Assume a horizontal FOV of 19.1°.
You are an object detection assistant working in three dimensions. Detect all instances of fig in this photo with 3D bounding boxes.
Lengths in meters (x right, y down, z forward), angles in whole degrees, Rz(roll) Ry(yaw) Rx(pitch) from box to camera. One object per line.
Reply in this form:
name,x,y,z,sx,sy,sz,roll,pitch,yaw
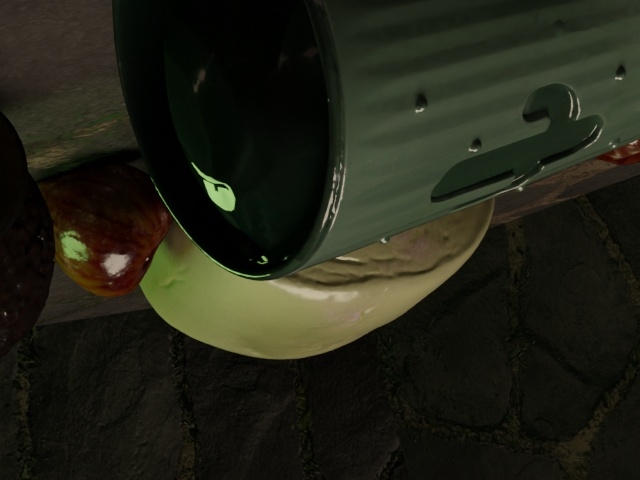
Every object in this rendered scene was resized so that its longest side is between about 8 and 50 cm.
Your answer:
fig,-0.299,-0.034,2.444,0.175,0.207,0.175,-53,174,-8

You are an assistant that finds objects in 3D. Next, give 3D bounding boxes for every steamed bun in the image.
steamed bun,0.000,0.000,2.625,0.456,0.290,0.371,-11,171,-28

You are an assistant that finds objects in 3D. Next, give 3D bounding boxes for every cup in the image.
cup,0.083,-0.169,1.420,0.392,0.310,0.401,-16,177,-30

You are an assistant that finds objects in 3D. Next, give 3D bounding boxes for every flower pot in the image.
flower pot,-0.391,-0.019,1.885,0.267,0.266,0.267,-13,163,-14

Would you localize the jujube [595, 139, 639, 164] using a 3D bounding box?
jujube,0.301,-0.195,1.906,0.213,0.232,0.213,-16,175,-2
